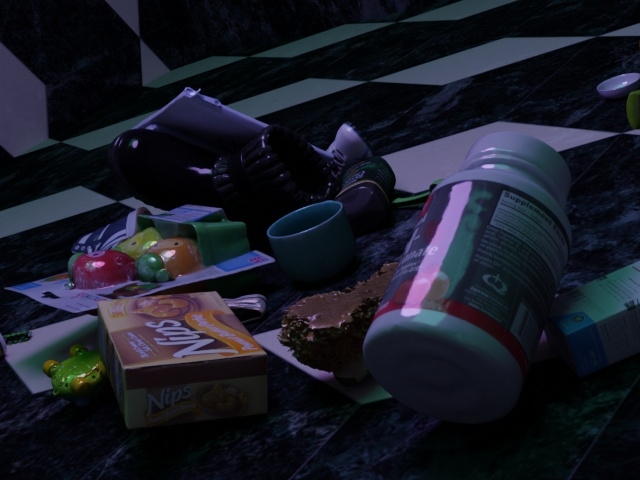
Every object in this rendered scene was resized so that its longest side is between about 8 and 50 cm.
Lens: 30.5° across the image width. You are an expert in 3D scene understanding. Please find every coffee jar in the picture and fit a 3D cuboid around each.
[{"bbox_3d":[0.076,-0.079,2.052,0.096,0.079,0.184,-28,16,17],"label":"coffee jar"}]

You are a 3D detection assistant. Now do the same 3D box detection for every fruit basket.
[{"bbox_3d":[-0.301,0.042,1.924,0.353,0.166,0.327,-9,9,-31],"label":"fruit basket"}]

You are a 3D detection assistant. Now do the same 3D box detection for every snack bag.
[{"bbox_3d":[-0.175,-0.160,2.172,0.342,0.323,0.037,-21,51,57],"label":"snack bag"}]

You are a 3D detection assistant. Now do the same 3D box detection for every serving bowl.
[{"bbox_3d":[0.560,-0.284,2.192,0.083,0.027,0.083,-19,17,6],"label":"serving bowl"}]

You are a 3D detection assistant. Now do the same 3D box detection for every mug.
[{"bbox_3d":[0.001,0.003,1.879,0.157,0.097,0.129,-30,19,-27],"label":"mug"}]

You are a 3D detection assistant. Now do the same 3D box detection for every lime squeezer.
[{"bbox_3d":[0.182,-0.052,1.904,0.109,0.059,0.310,-20,19,2],"label":"lime squeezer"}]

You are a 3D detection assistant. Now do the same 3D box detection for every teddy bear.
[{"bbox_3d":[0.114,0.096,1.512,0.245,0.113,0.338,8,26,44],"label":"teddy bear"}]

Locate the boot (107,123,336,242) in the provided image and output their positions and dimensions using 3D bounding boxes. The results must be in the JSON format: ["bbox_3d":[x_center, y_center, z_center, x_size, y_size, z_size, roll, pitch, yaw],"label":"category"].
[{"bbox_3d":[-0.169,-0.127,2.032,0.260,0.347,0.131,-26,46,55],"label":"boot"}]

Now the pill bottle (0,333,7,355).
[{"bbox_3d":[-0.614,0.198,2.055,0.116,0.065,0.065,-32,21,-30],"label":"pill bottle"}]

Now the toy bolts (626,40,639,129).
[{"bbox_3d":[0.606,-0.242,1.785,0.158,0.218,0.228,-22,35,-23],"label":"toy bolts"}]

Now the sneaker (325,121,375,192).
[{"bbox_3d":[0.039,-0.145,2.184,0.086,0.085,0.237,-41,-9,-19],"label":"sneaker"}]

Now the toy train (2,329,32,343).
[{"bbox_3d":[-0.557,0.176,2.134,0.083,0.017,0.023,-13,9,25],"label":"toy train"}]

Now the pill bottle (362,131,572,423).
[{"bbox_3d":[0.181,0.031,1.324,0.176,0.176,0.319,-6,43,39],"label":"pill bottle"}]

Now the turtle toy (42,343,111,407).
[{"bbox_3d":[-0.341,0.200,1.742,0.095,0.066,0.130,22,41,39],"label":"turtle toy"}]

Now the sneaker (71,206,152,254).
[{"bbox_3d":[-0.398,0.044,2.211,0.153,0.099,0.282,-24,22,14],"label":"sneaker"}]

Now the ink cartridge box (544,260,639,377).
[{"bbox_3d":[0.349,0.079,1.331,0.180,0.060,0.104,-22,17,-2],"label":"ink cartridge box"}]

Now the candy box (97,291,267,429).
[{"bbox_3d":[-0.196,0.154,1.602,0.182,0.088,0.316,-5,14,-16],"label":"candy box"}]

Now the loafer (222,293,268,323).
[{"bbox_3d":[-0.143,0.114,1.811,0.125,0.045,0.039,-15,25,9],"label":"loafer"}]
